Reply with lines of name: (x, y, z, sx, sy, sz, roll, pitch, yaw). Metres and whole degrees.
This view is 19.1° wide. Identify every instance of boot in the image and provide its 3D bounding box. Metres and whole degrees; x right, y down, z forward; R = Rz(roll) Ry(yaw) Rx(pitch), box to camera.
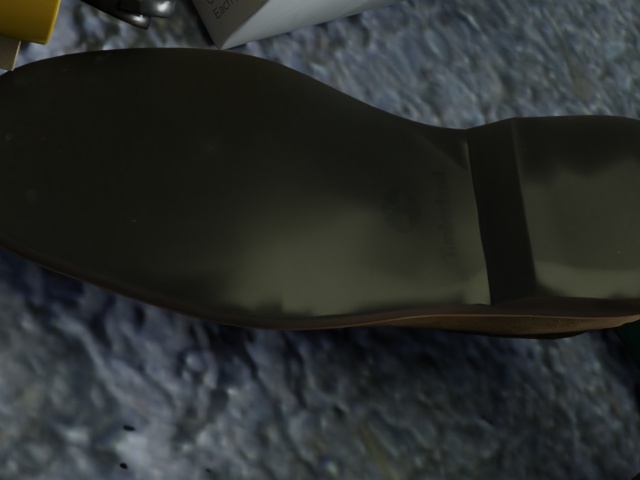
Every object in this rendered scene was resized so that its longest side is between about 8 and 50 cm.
boot: (0.000, 0.000, 0.770, 0.305, 0.115, 0.112, 7, 67, -14)

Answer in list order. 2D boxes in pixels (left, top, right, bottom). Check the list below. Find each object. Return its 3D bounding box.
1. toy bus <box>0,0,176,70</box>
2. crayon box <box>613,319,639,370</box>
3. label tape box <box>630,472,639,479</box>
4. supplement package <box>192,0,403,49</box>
toy bus: (-0.116, -0.118, 0.705, 0.191, 0.202, 0.104, -1, 109, -56)
crayon box: (0.326, 0.053, 0.974, 0.363, 0.106, 0.313, -26, 83, -45)
label tape box: (0.146, 0.241, 0.709, 0.347, 0.115, 0.249, -30, 84, -49)
supplement package: (0.012, -0.260, 0.847, 0.198, 0.199, 0.263, -20, 78, -42)
